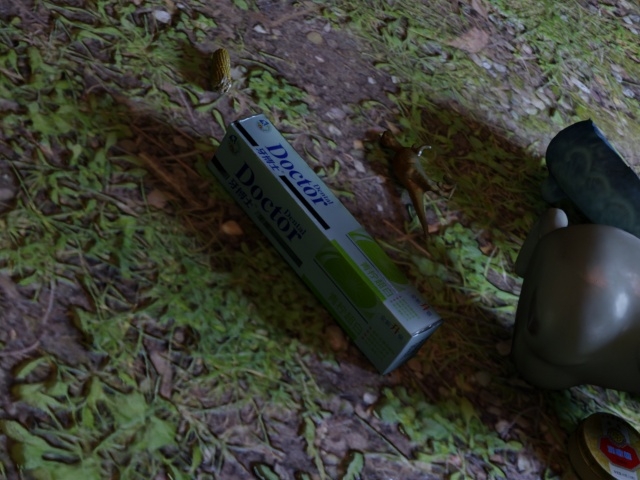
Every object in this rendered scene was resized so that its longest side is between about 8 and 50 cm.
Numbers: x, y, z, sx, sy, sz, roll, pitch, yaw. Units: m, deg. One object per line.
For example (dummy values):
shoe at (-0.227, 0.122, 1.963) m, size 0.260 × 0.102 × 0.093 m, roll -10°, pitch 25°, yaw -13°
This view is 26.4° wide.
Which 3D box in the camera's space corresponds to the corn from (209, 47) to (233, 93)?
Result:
corn at (-0.127, -0.216, 1.748) m, size 0.027 × 0.028 × 0.083 m, roll 38°, pitch 32°, yaw -34°

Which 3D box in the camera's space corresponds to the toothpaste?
toothpaste at (0.000, 0.000, 1.578) m, size 0.067 × 0.081 × 0.336 m, roll -24°, pitch 66°, yaw -44°

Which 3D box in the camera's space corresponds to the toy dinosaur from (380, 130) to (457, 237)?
toy dinosaur at (0.114, -0.080, 1.790) m, size 0.126 × 0.039 × 0.162 m, roll 29°, pitch 42°, yaw 6°

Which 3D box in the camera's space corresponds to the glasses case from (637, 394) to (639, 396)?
glasses case at (0.543, 0.219, 1.773) m, size 0.312 × 0.070 × 0.131 m, roll 36°, pitch 38°, yaw 0°

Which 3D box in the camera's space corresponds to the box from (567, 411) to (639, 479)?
box at (0.343, 0.254, 1.609) m, size 0.105 × 0.037 × 0.106 m, roll 21°, pitch 40°, yaw -19°

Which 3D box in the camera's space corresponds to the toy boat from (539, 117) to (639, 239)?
toy boat at (0.408, -0.020, 1.870) m, size 0.330 × 0.123 × 0.215 m, roll 58°, pitch 13°, yaw 27°

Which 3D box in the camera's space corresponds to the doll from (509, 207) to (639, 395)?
doll at (0.385, 0.113, 1.603) m, size 0.370 × 0.215 × 0.226 m, roll 29°, pitch 54°, yaw 11°
